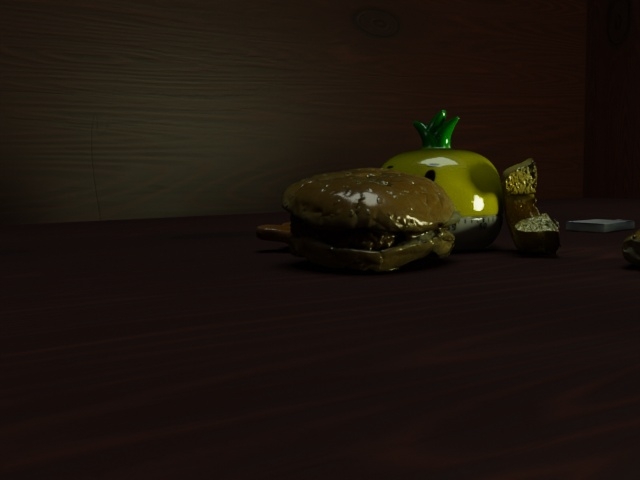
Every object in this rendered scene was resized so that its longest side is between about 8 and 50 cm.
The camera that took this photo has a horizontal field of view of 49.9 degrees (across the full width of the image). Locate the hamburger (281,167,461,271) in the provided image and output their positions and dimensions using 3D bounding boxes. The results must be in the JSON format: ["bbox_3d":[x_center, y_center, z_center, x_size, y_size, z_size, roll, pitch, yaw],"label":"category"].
[{"bbox_3d":[0.084,-0.042,1.136,0.259,0.145,0.283,10,12,39],"label":"hamburger"}]

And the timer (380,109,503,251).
[{"bbox_3d":[0.229,-0.120,1.358,0.284,0.286,0.285,-1,5,0],"label":"timer"}]

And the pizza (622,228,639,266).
[{"bbox_3d":[0.585,0.010,0.978,0.189,0.071,0.296,-4,7,-38],"label":"pizza"}]

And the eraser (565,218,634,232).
[{"bbox_3d":[0.690,-0.038,1.698,0.150,0.023,0.103,-5,7,-39],"label":"eraser"}]

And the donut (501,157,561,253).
[{"bbox_3d":[0.373,-0.053,1.248,0.078,0.181,0.146,-16,-18,6],"label":"donut"}]

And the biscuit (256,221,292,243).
[{"bbox_3d":[0.000,0.001,1.317,0.249,0.036,0.165,11,12,36],"label":"biscuit"}]
